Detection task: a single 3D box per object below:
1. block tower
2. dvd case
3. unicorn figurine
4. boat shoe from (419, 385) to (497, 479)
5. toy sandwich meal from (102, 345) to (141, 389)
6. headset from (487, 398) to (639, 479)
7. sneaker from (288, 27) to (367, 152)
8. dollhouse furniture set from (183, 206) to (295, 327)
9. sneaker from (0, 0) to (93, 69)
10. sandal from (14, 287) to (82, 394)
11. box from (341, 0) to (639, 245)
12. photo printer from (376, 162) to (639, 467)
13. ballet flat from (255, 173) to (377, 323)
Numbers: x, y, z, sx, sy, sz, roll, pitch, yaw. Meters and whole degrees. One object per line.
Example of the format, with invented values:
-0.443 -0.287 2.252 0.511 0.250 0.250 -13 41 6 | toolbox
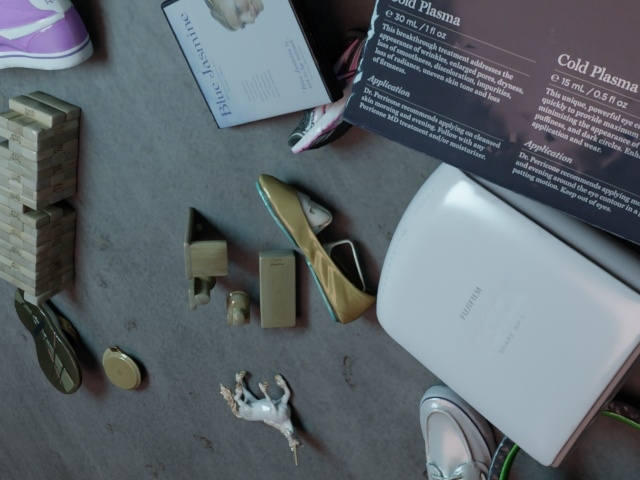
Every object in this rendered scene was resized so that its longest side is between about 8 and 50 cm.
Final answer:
-0.459 -0.064 1.263 0.097 0.091 0.335 24 122 20 | block tower
-0.091 -0.233 0.945 0.253 0.022 0.180 -1 120 52 | dvd case
-0.082 0.265 1.221 0.162 0.060 0.111 8 118 45 | unicorn figurine
0.188 0.330 1.065 0.096 0.088 0.267 -4 111 32 | boat shoe
-0.345 0.224 1.372 0.085 0.029 0.085 11 118 21 | toy sandwich meal
0.321 0.374 0.876 0.243 0.185 0.394 -15 74 19 | headset
0.017 -0.182 0.947 0.178 0.072 0.077 -44 76 29 | sneaker
-0.117 0.038 1.147 0.151 0.123 0.144 -2 116 -6 | dollhouse furniture set
-0.470 -0.330 1.112 0.282 0.102 0.161 1 136 19 | sneaker
-0.481 0.171 1.413 0.090 0.060 0.219 -45 72 31 | sandal
0.238 -0.210 0.715 0.343 0.179 0.312 26 125 14 | box
0.208 0.065 0.884 0.307 0.107 0.256 40 125 26 | photo printer
0.000 0.000 1.044 0.073 0.080 0.232 -29 99 9 | ballet flat
